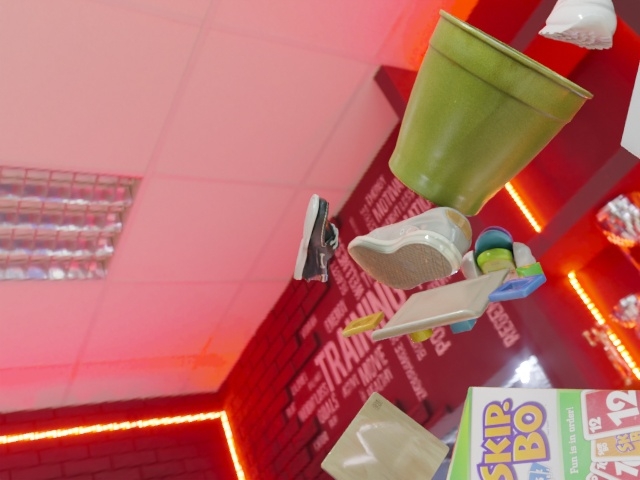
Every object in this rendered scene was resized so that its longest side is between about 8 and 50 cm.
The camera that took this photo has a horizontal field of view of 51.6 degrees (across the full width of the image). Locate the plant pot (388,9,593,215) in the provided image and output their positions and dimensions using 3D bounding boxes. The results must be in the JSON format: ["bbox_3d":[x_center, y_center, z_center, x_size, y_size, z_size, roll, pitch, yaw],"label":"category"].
[{"bbox_3d":[0.335,-0.256,1.462,0.366,0.366,0.353,10,-61,-40],"label":"plant pot"}]

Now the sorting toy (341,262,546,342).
[{"bbox_3d":[0.196,0.112,1.044,0.347,0.047,0.196,-19,5,35],"label":"sorting toy"}]

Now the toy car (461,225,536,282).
[{"bbox_3d":[0.424,0.035,1.585,0.159,0.136,0.182,-13,-23,23],"label":"toy car"}]

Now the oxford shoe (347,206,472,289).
[{"bbox_3d":[0.203,0.017,1.527,0.130,0.169,0.449,-52,12,-20],"label":"oxford shoe"}]

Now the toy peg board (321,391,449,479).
[{"bbox_3d":[0.106,0.380,1.144,0.161,0.161,0.079,-49,-12,-27],"label":"toy peg board"}]

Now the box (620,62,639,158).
[{"bbox_3d":[0.680,-0.295,1.109,0.215,0.168,0.345,-5,-59,-8],"label":"box"}]

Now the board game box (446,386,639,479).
[{"bbox_3d":[0.225,0.211,0.664,0.039,0.124,0.259,32,-27,-25],"label":"board game box"}]

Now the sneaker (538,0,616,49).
[{"bbox_3d":[0.347,-0.308,0.877,0.090,0.235,0.095,19,-69,6],"label":"sneaker"}]

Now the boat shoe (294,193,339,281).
[{"bbox_3d":[0.000,0.000,1.563,0.091,0.114,0.302,11,-30,-2],"label":"boat shoe"}]
